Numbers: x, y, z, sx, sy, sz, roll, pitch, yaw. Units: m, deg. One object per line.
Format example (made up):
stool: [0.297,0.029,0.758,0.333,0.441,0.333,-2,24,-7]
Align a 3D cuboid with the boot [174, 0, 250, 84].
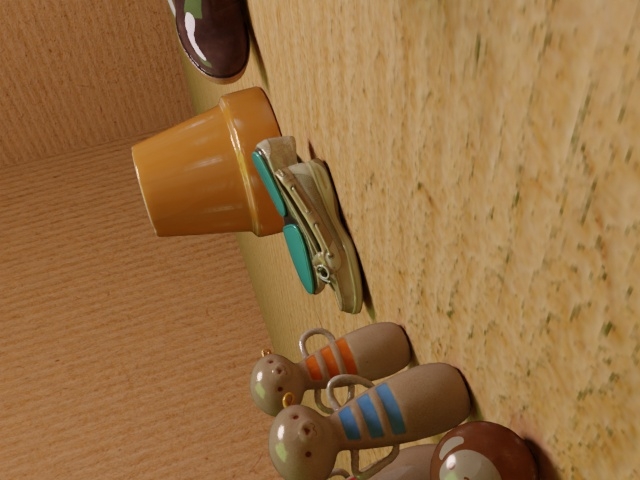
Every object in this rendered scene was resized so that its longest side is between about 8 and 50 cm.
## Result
boot: [-0.144,-0.332,0.779,0.207,0.090,0.248,99,157,-73]

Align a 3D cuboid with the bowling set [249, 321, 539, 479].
bowling set: [0.028,0.152,0.401,0.200,0.154,0.287,89,162,-58]

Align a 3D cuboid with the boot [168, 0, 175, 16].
boot: [-0.245,-0.469,1.108,0.258,0.095,0.123,88,156,-58]

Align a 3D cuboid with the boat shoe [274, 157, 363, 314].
boat shoe: [0.000,-0.001,0.625,0.056,0.048,0.153,132,122,-79]

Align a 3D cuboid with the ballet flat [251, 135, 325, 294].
ballet flat: [-0.016,-0.027,0.678,0.057,0.052,0.168,4,117,69]

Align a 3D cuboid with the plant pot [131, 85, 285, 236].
plant pot: [-0.150,-0.090,0.918,0.205,0.188,0.205,164,90,-81]
